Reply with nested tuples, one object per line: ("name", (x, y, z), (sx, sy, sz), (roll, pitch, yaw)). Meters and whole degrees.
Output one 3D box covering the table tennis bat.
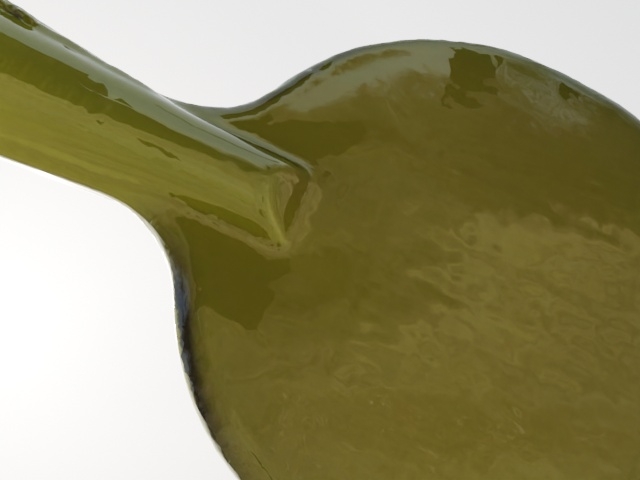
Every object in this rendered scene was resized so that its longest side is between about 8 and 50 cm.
("table tennis bat", (0.000, 0.000, 0.455), (0.369, 0.224, 0.054), (24, -25, -6))
